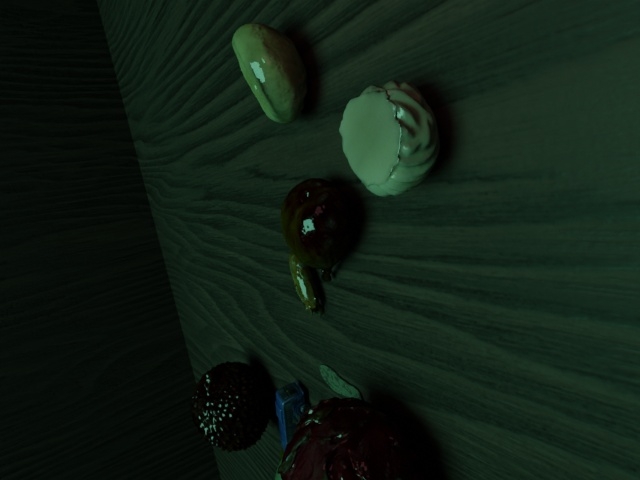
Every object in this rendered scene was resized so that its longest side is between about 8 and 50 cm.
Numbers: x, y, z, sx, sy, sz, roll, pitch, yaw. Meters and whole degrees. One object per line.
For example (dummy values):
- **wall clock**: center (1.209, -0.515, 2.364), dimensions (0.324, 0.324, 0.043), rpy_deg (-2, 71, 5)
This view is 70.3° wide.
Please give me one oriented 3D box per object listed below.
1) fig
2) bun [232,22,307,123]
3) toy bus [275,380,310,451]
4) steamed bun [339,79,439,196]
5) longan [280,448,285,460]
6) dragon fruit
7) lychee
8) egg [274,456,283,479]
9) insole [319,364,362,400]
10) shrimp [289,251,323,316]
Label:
- **fig**: center (-0.002, 0.001, 0.993), dimensions (0.170, 0.146, 0.274), rpy_deg (45, 153, 42)
- **bun**: center (-0.093, -0.363, 0.971), dimensions (0.222, 0.128, 0.222), rpy_deg (57, 176, 6)
- **toy bus**: center (-0.087, 0.569, 1.443), dimensions (0.079, 0.094, 0.236), rpy_deg (27, 127, 52)
- **steamed bun**: center (0.118, -0.164, 0.723), dimensions (0.183, 0.106, 0.182), rpy_deg (26, 123, 50)
- **longan**: center (-0.106, 0.761, 1.611), dimensions (0.075, 0.075, 0.083), rpy_deg (68, -169, 9)
- **dragon fruit**: center (0.061, 0.496, 0.954), dimensions (0.329, 0.330, 0.328), rpy_deg (34, 132, 48)
- **lychee**: center (-0.327, 0.607, 1.685), dimensions (0.306, 0.306, 0.330), rpy_deg (16, 146, 56)
- **egg**: center (-0.031, 0.695, 1.301), dimensions (0.203, 0.203, 0.282), rpy_deg (42, 141, 43)
- **insole**: center (0.052, 0.381, 1.204), dimensions (0.193, 0.006, 0.065), rpy_deg (15, 116, 56)
- **shrimp**: center (-0.041, 0.115, 1.200), dimensions (0.132, 0.052, 0.187), rpy_deg (107, 146, -72)
